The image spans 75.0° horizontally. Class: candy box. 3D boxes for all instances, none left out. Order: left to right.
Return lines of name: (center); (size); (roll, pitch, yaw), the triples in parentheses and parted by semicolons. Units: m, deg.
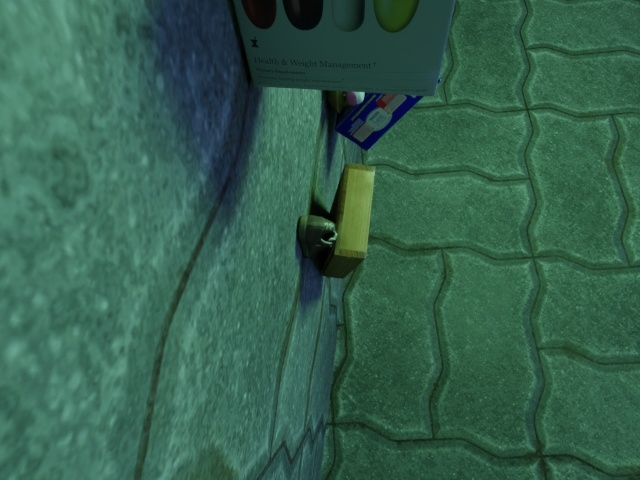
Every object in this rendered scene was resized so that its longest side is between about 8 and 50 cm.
candy box: (0.173, -0.439, 1.116); (0.268, 0.122, 0.317); (-39, -149, 40)

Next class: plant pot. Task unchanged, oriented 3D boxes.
plant pot: (0.040, -0.430, 1.008); (0.236, 0.032, 0.236); (5, 90, -82)

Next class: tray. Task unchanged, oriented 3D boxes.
tray: (0.059, -0.026, 1.075); (0.411, 0.076, 0.203); (110, -13, -78)

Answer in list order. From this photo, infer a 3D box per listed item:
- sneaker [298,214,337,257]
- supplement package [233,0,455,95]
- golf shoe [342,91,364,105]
sneaker: (0.000, 0.000, 0.866); (0.188, 0.071, 0.066); (65, 31, -75)
supplement package: (0.025, -0.264, 0.378); (0.203, 0.194, 0.149); (82, 15, -59)
golf shoe: (0.119, -0.452, 0.941); (0.115, 0.140, 0.306); (52, 46, -82)
